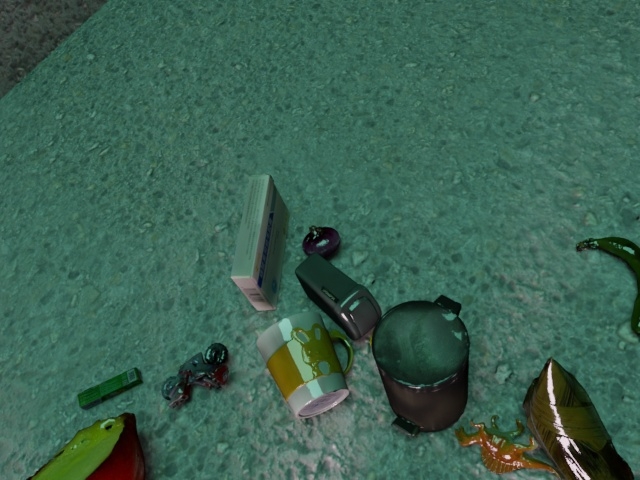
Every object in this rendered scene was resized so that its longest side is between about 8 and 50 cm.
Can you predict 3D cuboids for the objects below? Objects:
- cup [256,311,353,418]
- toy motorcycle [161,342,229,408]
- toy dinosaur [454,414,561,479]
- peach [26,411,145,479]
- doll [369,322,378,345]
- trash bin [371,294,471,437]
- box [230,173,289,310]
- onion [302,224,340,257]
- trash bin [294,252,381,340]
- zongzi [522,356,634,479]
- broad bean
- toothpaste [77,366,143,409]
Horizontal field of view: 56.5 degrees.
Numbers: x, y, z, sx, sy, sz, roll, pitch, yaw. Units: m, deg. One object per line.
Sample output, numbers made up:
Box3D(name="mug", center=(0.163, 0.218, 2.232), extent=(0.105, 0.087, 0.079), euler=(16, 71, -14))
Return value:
Box3D(name="cup", center=(-0.016, 0.307, 1.504), extent=(0.241, 0.185, 0.226), euler=(-9, 56, -29))
Box3D(name="toy motorcycle", center=(-0.325, 0.371, 1.586), extent=(0.213, 0.082, 0.122), euler=(-37, 46, 0))
Box3D(name="toy dinosaur", center=(0.415, 0.475, 1.337), extent=(0.142, 0.057, 0.212), euler=(-38, 55, 3))
Box3D(name="peach", center=(-0.547, 0.598, 1.433), extent=(0.258, 0.201, 0.361), euler=(-3, 37, 50))
Box3D(name="doll", center=(0.184, 0.263, 1.531), extent=(0.113, 0.071, 0.135), euler=(14, 55, 4))
Box3D(name="trash bin", center=(0.237, 0.293, 1.354), extent=(0.203, 0.301, 0.252), euler=(25, 64, 28))
Box3D(name="box", center=(-0.165, 0.004, 1.706), extent=(0.065, 0.200, 0.343), euler=(-4, 57, 16))
Box3D(name="onion", center=(0.000, 0.000, 1.724), extent=(0.115, 0.104, 0.115), euler=(-25, 19, 9))
Box3D(name="trash bin", center=(0.051, 0.153, 1.569), extent=(0.101, 0.176, 0.236), euler=(-43, 55, -12))
Box3D(name="zongzi", center=(0.526, 0.388, 1.213), extent=(0.139, 0.300, 0.286), euler=(-26, 55, -2))
Box3D(name="broad bean", center=(0.777, 0.093, 1.495), extent=(0.144, 0.049, 0.291), euler=(-24, 53, 7))
Box3D(name="toothpaste", center=(-0.583, 0.411, 1.654), extent=(0.179, 0.037, 0.043), euler=(-26, 59, -2))
